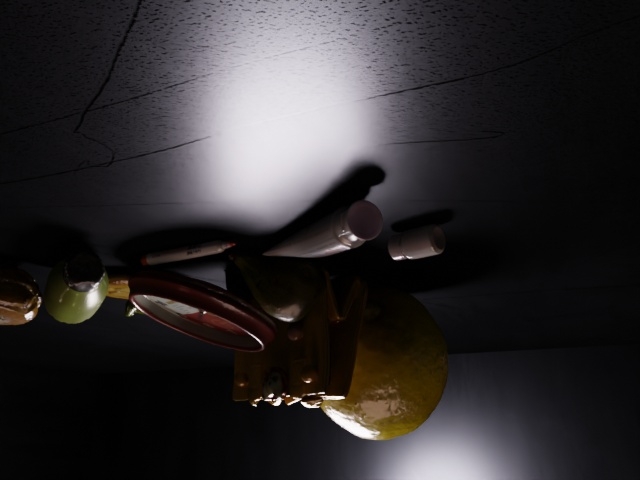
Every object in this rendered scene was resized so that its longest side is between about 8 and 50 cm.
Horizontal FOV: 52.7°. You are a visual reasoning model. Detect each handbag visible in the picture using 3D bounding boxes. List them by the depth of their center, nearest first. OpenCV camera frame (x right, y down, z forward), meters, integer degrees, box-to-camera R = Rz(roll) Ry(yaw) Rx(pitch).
[{"bbox_3d":[-0.068,0.223,1.427,0.133,0.282,0.401,14,160,-32],"label":"handbag"}]

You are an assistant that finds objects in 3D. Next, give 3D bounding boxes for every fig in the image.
[{"bbox_3d":[-0.082,0.068,1.253,0.133,0.185,0.127,-52,170,21],"label":"fig"}]

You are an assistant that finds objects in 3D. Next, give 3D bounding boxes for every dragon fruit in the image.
[{"bbox_3d":[-0.143,0.098,1.383,0.131,0.063,0.097,-2,164,3],"label":"dragon fruit"}]

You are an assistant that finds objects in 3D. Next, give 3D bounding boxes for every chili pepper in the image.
[{"bbox_3d":[-0.396,0.184,1.657,0.204,0.073,0.072,20,174,-24],"label":"chili pepper"}]

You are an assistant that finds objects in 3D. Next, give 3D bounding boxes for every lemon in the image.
[{"bbox_3d":[0.131,0.267,1.508,0.365,0.364,0.364,-1,164,0],"label":"lemon"}]

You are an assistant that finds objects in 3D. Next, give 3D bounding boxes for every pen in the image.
[{"bbox_3d":[-0.243,0.022,1.184,0.218,0.026,0.026,-10,162,28],"label":"pen"}]

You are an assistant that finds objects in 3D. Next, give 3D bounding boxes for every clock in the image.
[{"bbox_3d":[-0.238,0.138,1.321,0.319,0.080,0.318,17,158,7],"label":"clock"}]

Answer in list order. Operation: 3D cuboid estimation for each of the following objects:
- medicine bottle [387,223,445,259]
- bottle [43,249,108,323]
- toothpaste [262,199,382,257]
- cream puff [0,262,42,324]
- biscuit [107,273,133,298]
[{"bbox_3d":[0.163,0.005,1.097,0.089,0.052,0.052,-15,159,38],"label":"medicine bottle"},{"bbox_3d":[-0.466,0.086,1.241,0.112,0.112,0.260,7,160,-24],"label":"bottle"},{"bbox_3d":[0.000,0.000,1.066,0.100,0.066,0.323,1,169,-24],"label":"toothpaste"},{"bbox_3d":[-0.641,0.104,1.288,0.165,0.115,0.150,25,144,-38],"label":"cream puff"},{"bbox_3d":[-0.393,0.112,1.454,0.260,0.041,0.203,14,157,-30],"label":"biscuit"}]
